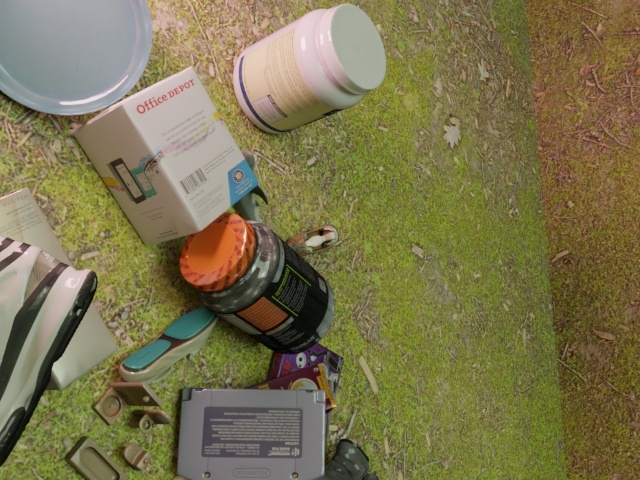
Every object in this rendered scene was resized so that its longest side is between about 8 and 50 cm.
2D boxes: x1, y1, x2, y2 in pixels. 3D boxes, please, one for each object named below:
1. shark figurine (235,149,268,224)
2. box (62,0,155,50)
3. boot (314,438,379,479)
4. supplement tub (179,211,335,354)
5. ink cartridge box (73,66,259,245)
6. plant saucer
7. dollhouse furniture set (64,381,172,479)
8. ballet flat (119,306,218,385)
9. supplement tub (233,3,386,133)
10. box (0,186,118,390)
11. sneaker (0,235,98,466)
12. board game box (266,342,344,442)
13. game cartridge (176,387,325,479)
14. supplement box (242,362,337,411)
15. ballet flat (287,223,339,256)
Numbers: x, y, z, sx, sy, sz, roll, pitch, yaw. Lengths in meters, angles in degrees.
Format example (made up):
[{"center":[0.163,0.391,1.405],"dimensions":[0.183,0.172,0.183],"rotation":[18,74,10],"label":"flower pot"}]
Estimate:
[{"center":[-0.187,-0.079,1.467],"dimensions":[0.116,0.166,0.279],"rotation":[-22,117,-23],"label":"shark figurine"},{"center":[-0.443,-0.452,1.260],"dimensions":[0.130,0.091,0.170],"rotation":[57,46,-22],"label":"box"},{"center":[0.014,0.539,1.456],"dimensions":[0.223,0.118,0.338],"rotation":[-53,127,-47],"label":"boot"},{"center":[-0.128,0.093,1.340],"dimensions":[0.338,0.207,0.207],"rotation":[46,49,-47],"label":"supplement tub"},{"center":[-0.303,-0.164,1.260],"dimensions":[0.198,0.197,0.270],"rotation":[-45,114,-43],"label":"ink cartridge box"},{"center":[-0.470,-0.390,1.149],"dimensions":[0.317,0.043,0.318],"rotation":[-4,104,-18],"label":"plant saucer"},{"center":[-0.351,0.361,1.135],"dimensions":[0.144,0.123,0.151],"rotation":[56,46,-21],"label":"dollhouse furniture set"},{"center":[-0.299,0.221,1.273],"dimensions":[0.248,0.086,0.086],"rotation":[-33,105,-45],"label":"ballet flat"},{"center":[-0.029,-0.409,1.525],"dimensions":[0.235,0.324,0.236],"rotation":[14,71,-45],"label":"supplement tub"},{"center":[-0.483,0.086,1.045],"dimensions":[0.121,0.147,0.311],"rotation":[-37,107,-44],"label":"box"},{"center":[-0.531,0.187,0.892],"dimensions":[0.257,0.169,0.448],"rotation":[29,90,-10],"label":"sneaker"},{"center":[-0.057,0.407,1.506],"dimensions":[0.208,0.056,0.347],"rotation":[33,58,-33],"label":"board game box"},{"center":[-0.138,0.403,1.287],"dimensions":[0.296,0.062,0.198],"rotation":[2,80,-4],"label":"game cartridge"},{"center":[-0.073,0.354,1.394],"dimensions":[0.188,0.081,0.104],"rotation":[-15,70,-18],"label":"supplement box"},{"center":[0.000,0.000,1.648],"dimensions":[0.206,0.067,0.073],"rotation":[-24,98,-48],"label":"ballet flat"}]
